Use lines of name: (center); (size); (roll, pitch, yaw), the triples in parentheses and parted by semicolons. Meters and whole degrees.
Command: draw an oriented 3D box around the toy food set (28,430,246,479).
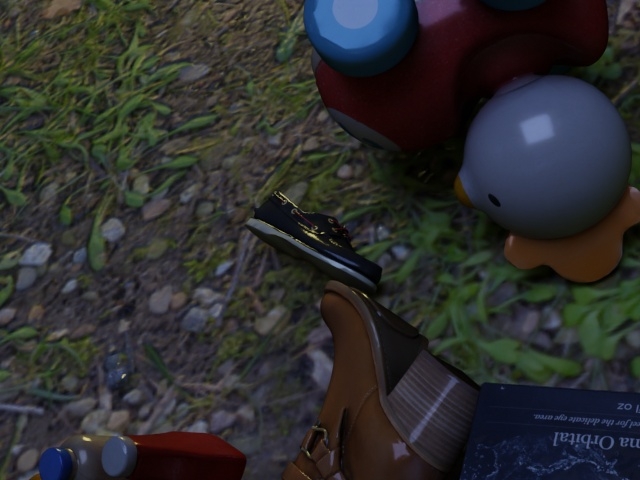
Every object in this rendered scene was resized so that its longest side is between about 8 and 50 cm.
toy food set: (-0.100, 0.179, 0.847); (0.232, 0.104, 0.111); (29, 101, 41)

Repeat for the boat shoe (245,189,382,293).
boat shoe: (-0.001, -0.001, 1.009); (0.133, 0.049, 0.042); (29, 78, 44)

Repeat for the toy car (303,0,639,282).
toy car: (0.122, -0.075, 0.946); (0.210, 0.219, 0.238); (-23, 76, 7)

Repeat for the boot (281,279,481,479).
boot: (0.013, 0.118, 0.898); (0.152, 0.073, 0.197); (-54, 28, 4)

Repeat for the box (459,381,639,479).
box: (0.158, 0.171, 0.768); (0.156, 0.093, 0.158); (1, 56, 26)
